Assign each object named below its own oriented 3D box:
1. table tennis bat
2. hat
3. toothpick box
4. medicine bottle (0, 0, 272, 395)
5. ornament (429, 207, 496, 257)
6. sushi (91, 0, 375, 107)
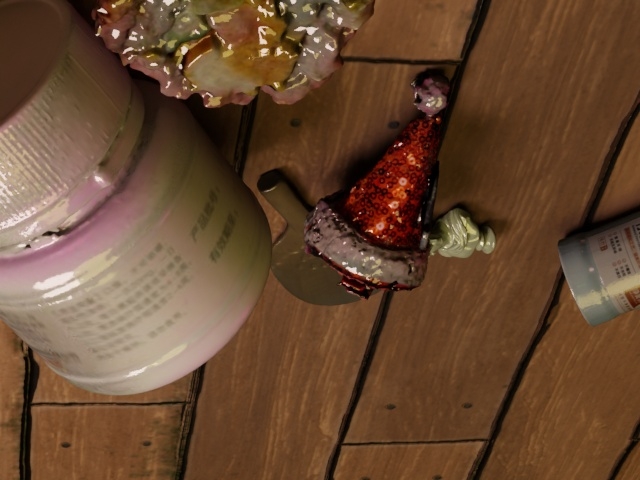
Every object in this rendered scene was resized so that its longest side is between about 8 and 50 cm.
[{"bbox_3d":[0.000,0.000,1.654,0.131,0.022,0.234,-21,142,15],"label":"table tennis bat"},{"bbox_3d":[0.075,-0.057,1.536,0.129,0.140,0.227,31,113,15],"label":"hat"},{"bbox_3d":[0.336,0.018,1.675,0.153,0.101,0.101,-23,140,17],"label":"toothpick box"},{"bbox_3d":[-0.207,-0.038,1.384,0.241,0.241,0.302,-23,131,17],"label":"medicine bottle"},{"bbox_3d":[0.133,-0.002,1.661,0.092,0.041,0.068,-19,147,-3],"label":"ornament"},{"bbox_3d":[-0.053,-0.233,1.232,0.237,0.170,0.270,3,142,-15],"label":"sushi"}]
